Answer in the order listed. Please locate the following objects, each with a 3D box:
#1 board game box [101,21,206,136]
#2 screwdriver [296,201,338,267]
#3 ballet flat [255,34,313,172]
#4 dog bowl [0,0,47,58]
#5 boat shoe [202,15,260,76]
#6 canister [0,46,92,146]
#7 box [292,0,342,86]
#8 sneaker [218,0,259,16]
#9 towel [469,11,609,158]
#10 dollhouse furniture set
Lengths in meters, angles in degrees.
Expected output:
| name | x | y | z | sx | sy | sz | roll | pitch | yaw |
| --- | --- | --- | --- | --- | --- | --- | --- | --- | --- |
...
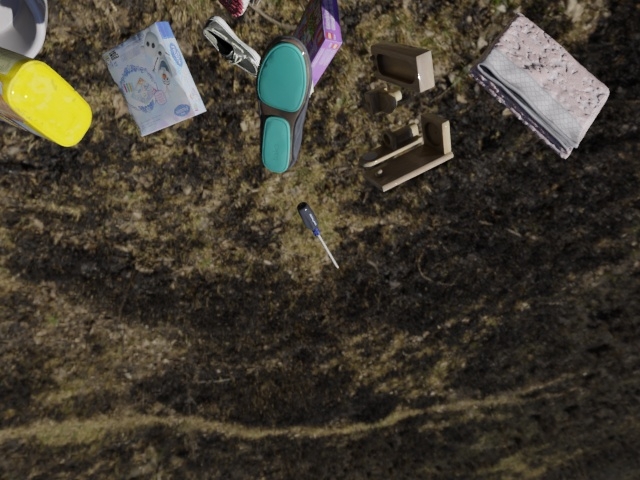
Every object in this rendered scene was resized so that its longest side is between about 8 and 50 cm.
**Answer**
| name | x | y | z | sx | sy | sz | roll | pitch | yaw |
| --- | --- | --- | --- | --- | --- | --- | --- | --- | --- |
| board game box | -0.172 | -0.162 | 0.464 | 0.090 | 0.020 | 0.089 | -8 | 112 | 33 |
| screwdriver | 0.000 | 0.000 | 0.752 | 0.024 | 0.025 | 0.169 | -6 | 135 | 23 |
| ballet flat | -0.046 | -0.179 | 0.584 | 0.074 | 0.074 | 0.203 | -5 | 144 | -14 |
| dog bowl | -0.711 | -0.455 | 0.863 | 0.349 | 0.102 | 0.348 | -20 | 164 | -6 |
| boat shoe | -0.265 | -0.570 | 1.369 | 0.078 | 0.070 | 0.219 | -16 | 137 | 41 |
| canister | -0.388 | -0.188 | 0.553 | 0.170 | 0.073 | 0.126 | 22 | 166 | 15 |
| box | -0.025 | -0.608 | 1.393 | 0.057 | 0.200 | 0.293 | 0 | 165 | -22 |
| sneaker | -0.148 | -0.537 | 0.893 | 0.112 | 0.299 | 0.121 | -51 | 124 | -10 |
| towel | 0.569 | -0.409 | 1.153 | 0.332 | 0.317 | 0.053 | 42 | 150 | -1 |
| dollhouse furniture set | 0.092 | -0.185 | 0.656 | 0.123 | 0.144 | 0.151 | -28 | 128 | -13 |
